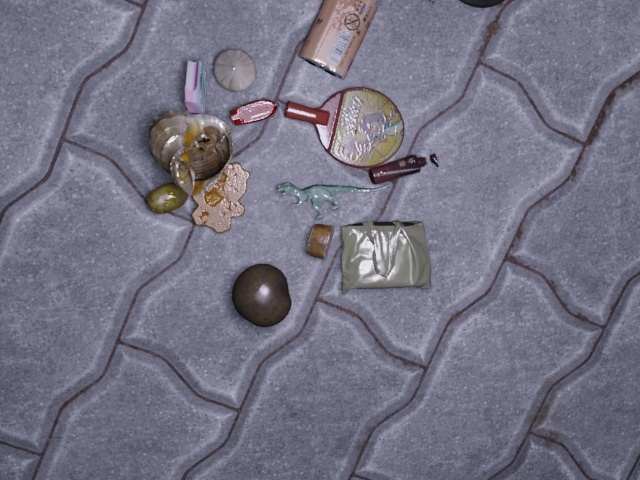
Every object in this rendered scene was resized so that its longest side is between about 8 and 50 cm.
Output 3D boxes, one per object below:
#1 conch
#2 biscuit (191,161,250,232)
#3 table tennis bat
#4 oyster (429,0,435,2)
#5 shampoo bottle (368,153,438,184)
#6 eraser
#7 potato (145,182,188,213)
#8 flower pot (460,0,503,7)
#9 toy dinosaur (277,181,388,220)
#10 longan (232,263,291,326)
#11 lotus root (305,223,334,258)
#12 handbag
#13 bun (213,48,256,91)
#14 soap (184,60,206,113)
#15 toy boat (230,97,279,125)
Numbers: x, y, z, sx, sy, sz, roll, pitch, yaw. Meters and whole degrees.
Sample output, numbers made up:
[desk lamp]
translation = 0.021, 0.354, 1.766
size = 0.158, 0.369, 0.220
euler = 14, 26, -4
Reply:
[conch]
translation = -0.399, -0.275, 1.658
size = 0.264, 0.186, 0.323
euler = -16, 76, -4
[biscuit]
translation = -0.335, -0.152, 1.761
size = 0.185, 0.035, 0.248
euler = 19, 96, -9
[table tennis bat]
translation = 0.085, -0.393, 1.764
size = 0.416, 0.051, 0.267
euler = 13, 97, -10
[oyster]
translation = 0.359, -0.856, 1.728
size = 0.086, 0.029, 0.131
euler = -2, 96, -12
[shampoo bottle]
translation = 0.287, -0.250, 1.794
size = 0.237, 0.067, 0.068
euler = -18, 97, -5
[eraser]
translation = 0.067, -0.695, 1.696
size = 0.171, 0.087, 0.290
euler = 24, 96, -12
[potato]
translation = -0.509, -0.140, 1.727
size = 0.138, 0.070, 0.091
euler = -25, 101, -2
[flower pot]
translation = 0.532, -0.900, 1.653
size = 0.269, 0.269, 0.166
euler = 44, 69, -10
[toy dinosaur]
translation = 0.043, -0.132, 1.783
size = 0.384, 0.076, 0.129
euler = 3, 79, -14
[longan]
translation = -0.196, 0.185, 1.755
size = 0.198, 0.198, 0.212
euler = -29, 102, -1
[lotus root]
translation = 0.000, 0.000, 1.780
size = 0.081, 0.112, 0.122
euler = 16, 98, -1
[handbag]
translation = 0.227, 0.056, 1.816
size = 0.316, 0.109, 0.252
euler = -3, 95, 0
[bun]
translation = -0.277, -0.550, 1.678
size = 0.139, 0.094, 0.138
euler = 0, 97, -3
[soap]
translation = -0.399, -0.484, 1.669
size = 0.057, 0.100, 0.148
euler = 0, 74, 0
[toy boat]
translation = -0.215, -0.424, 1.721
size = 0.173, 0.059, 0.069
euler = -21, 101, -9
